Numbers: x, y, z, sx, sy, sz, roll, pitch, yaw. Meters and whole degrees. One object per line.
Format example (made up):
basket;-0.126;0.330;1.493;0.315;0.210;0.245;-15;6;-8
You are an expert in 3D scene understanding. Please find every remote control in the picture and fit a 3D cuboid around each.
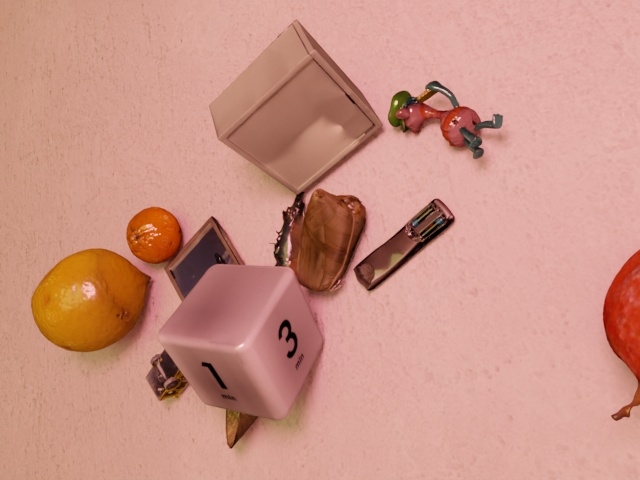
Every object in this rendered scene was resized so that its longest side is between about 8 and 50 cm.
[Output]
remote control;0.148;0.009;0.894;0.212;0.028;0.059;-43;65;15

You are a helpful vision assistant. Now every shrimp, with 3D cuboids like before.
shrimp;-0.124;0.008;1.017;0.198;0.051;0.262;10;84;17

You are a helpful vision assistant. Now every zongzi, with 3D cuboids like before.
zongzi;0.000;0.000;0.882;0.099;0.197;0.195;20;94;20

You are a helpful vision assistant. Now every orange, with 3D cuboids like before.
orange;-0.390;-0.014;1.146;0.135;0.117;0.136;-7;71;21

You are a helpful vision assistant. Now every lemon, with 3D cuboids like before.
lemon;-0.533;0.143;1.133;0.253;0.228;0.228;-38;65;14

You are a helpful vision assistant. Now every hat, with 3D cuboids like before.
hat;-0.144;0.336;0.980;0.146;0.067;0.146;-172;90;-72

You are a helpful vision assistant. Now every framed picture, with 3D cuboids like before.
framed picture;-0.239;0.099;1.099;0.189;0.023;0.260;-44;64;18

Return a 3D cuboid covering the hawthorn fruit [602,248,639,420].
hawthorn fruit;0.451;0.124;0.594;0.272;0.241;0.242;-50;62;22

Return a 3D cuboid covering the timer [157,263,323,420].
timer;-0.133;0.175;0.884;0.194;0.195;0.192;0;39;30

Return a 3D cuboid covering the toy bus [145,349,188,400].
toy bus;-0.292;0.238;1.055;0.081;0.074;0.226;44;108;27

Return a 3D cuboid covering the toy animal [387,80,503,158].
toy animal;0.214;-0.218;0.858;0.208;0.100;0.103;38;139;41

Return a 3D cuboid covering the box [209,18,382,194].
box;-0.047;-0.239;0.924;0.225;0.225;0.117;-37;50;18
